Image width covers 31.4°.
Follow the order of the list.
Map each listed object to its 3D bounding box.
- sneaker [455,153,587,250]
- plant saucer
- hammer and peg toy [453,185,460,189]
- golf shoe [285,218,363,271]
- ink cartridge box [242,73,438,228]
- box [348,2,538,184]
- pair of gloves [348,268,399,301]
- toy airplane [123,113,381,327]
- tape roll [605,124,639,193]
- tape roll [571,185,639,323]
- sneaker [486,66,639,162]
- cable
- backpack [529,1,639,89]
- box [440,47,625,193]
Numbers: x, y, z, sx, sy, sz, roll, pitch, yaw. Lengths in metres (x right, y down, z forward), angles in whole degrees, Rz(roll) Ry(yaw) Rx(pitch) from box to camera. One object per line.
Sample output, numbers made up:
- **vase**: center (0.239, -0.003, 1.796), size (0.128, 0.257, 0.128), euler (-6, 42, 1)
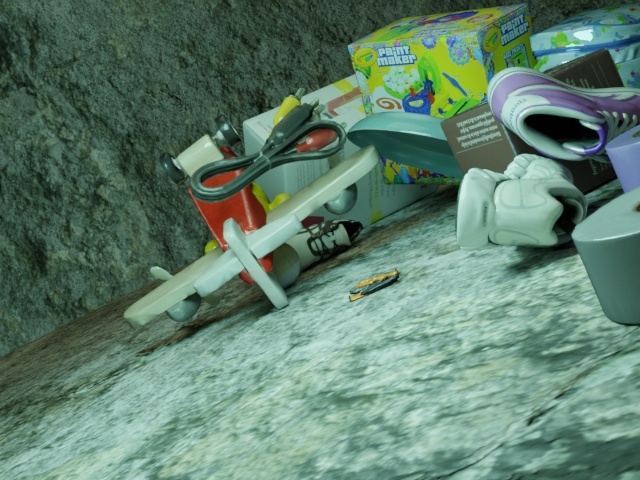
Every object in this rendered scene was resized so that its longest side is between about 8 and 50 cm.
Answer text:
- **sneaker**: center (0.252, -0.036, 1.299), size (0.118, 0.110, 0.292), euler (7, 13, 26)
- **plant saucer**: center (0.201, -0.152, 1.847), size (0.318, 0.043, 0.317), euler (14, -5, 1)
- **hammer and peg toy**: center (0.406, -0.235, 2.301), size (0.361, 0.127, 0.266), euler (-24, 5, 3)
- **golf shoe**: center (0.000, 0.000, 2.100), size (0.094, 0.077, 0.198), euler (-19, 8, 42)
- **ink cartridge box**: center (0.052, -0.167, 2.307), size (0.385, 0.279, 0.160), euler (-26, 48, -23)
- **box**: center (0.240, -0.259, 2.056), size (0.290, 0.279, 0.177), euler (4, 28, 44)
- **pair of gloves**: center (0.072, 0.059, 1.545), size (0.074, 0.010, 0.083), euler (-24, 6, 5)
- **toy airplane**: center (-0.110, -0.003, 1.882), size (0.386, 0.272, 0.384), euler (0, 51, 37)
- **tape roll**: center (0.414, -0.104, 1.240), size (0.189, 0.080, 0.189), euler (-24, 5, 2)
- **tape roll**: center (0.309, -0.014, 0.875), size (0.219, 0.072, 0.219), euler (-24, 6, 3)
- **sneaker**: center (0.356, -0.131, 1.423), size (0.282, 0.102, 0.161), euler (8, 23, -14)
- **cable**: center (-0.071, -0.129, 1.790), size (0.287, 0.139, 0.072), euler (-44, -19, -23)
- **backpack**: center (0.508, -0.294, 1.949), size (0.290, 0.273, 0.355), euler (11, 44, 47)
- **box**: center (0.315, -0.143, 1.594), size (0.203, 0.167, 0.168), euler (-26, 6, -20)
